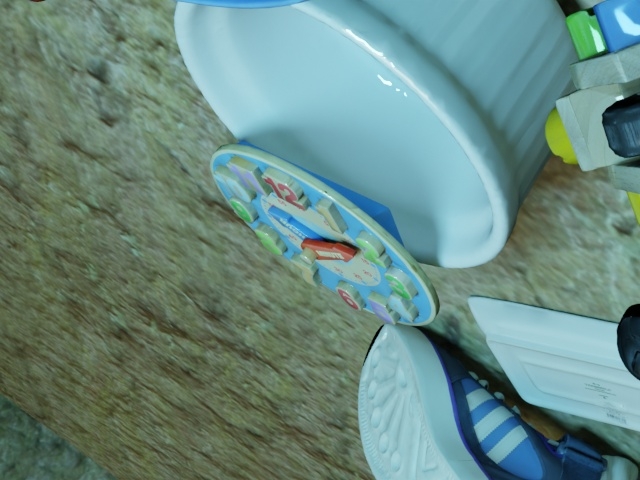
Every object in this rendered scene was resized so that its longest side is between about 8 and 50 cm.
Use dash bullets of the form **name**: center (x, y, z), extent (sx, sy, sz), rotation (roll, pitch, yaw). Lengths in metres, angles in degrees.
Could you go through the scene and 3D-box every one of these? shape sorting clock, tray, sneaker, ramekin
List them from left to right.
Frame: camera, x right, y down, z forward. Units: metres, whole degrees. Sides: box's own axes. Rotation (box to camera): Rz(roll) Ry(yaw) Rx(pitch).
- **shape sorting clock**: center (0.000, 0.000, 1.127), extent (0.206, 0.040, 0.206), rotation (34, 160, 14)
- **ramekin**: center (0.047, -0.120, 1.045), extent (0.277, 0.135, 0.277), rotation (34, 159, 15)
- **sneaker**: center (0.186, 0.215, 1.466), extent (0.236, 0.130, 0.322), rotation (11, -150, -25)
- **tray**: center (0.251, 0.124, 1.330), extent (0.270, 0.030, 0.145), rotation (10, 144, 47)

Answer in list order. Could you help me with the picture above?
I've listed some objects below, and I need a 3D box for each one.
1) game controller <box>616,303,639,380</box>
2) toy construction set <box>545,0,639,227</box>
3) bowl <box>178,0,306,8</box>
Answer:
- **game controller**: center (0.358, 0.113, 1.033), extent (0.319, 0.067, 0.166), rotation (20, -179, 10)
- **toy construction set**: center (0.178, -0.113, 0.775), extent (0.309, 0.257, 0.237), rotation (45, 165, -16)
- **bowl**: center (-0.160, -0.238, 0.790), extent (0.391, 0.077, 0.391), rotation (18, 172, 3)
